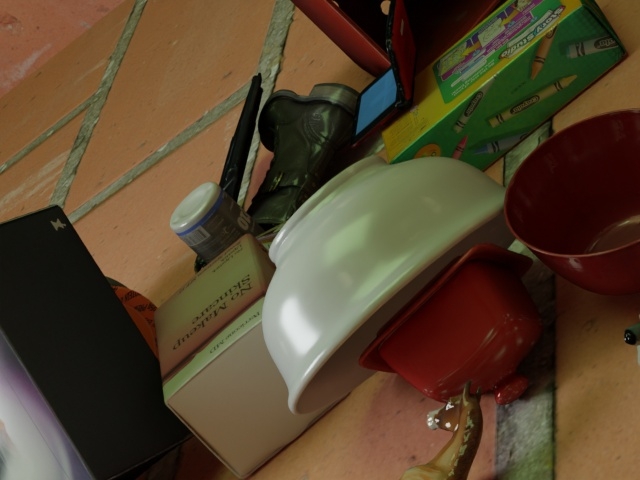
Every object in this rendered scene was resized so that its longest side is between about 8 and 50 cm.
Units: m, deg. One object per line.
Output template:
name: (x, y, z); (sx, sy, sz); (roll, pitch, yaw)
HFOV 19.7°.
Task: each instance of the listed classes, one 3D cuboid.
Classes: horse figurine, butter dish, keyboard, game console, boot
horse figurine: (0.063, 0.254, 1.525); (0.174, 0.066, 0.263); (-36, 19, 35)
butter dish: (0.138, 0.094, 1.632); (0.160, 0.118, 0.160); (-44, -22, 13)
keyboard: (-0.116, -0.075, 2.399); (0.317, 0.033, 0.202); (-80, 9, -61)
game console: (0.064, -0.196, 2.117); (0.085, 0.124, 0.144); (-11, 29, 11)
boot: (-0.054, -0.082, 2.339); (0.229, 0.091, 0.263); (-61, 19, -20)

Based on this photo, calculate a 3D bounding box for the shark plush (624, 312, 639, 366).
shark plush: (0.294, 0.081, 1.487); (0.067, 0.073, 0.161); (-12, 12, 21)

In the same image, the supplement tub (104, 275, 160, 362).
supplement tub: (-0.326, 0.146, 2.229); (0.338, 0.207, 0.207); (-8, 41, 55)

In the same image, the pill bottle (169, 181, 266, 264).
pill bottle: (-0.107, 0.002, 2.199); (0.078, 0.137, 0.078); (-37, 23, 19)

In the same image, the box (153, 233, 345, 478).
box: (-0.079, 0.117, 1.948); (0.148, 0.127, 0.232); (-40, 21, 7)

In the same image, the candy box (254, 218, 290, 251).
candy box: (0.000, 0.000, 2.081); (0.109, 0.053, 0.186); (-29, 12, -33)

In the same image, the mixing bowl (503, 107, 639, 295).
mixing bowl: (0.259, -0.019, 1.598); (0.181, 0.098, 0.181); (-17, 39, 14)

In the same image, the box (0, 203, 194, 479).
box: (-0.338, 0.171, 1.968); (0.294, 0.296, 0.182); (-40, -10, 36)

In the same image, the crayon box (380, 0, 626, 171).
crayon box: (0.195, -0.175, 2.061); (0.278, 0.081, 0.165); (-39, 22, 14)

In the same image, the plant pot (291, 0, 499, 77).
plant pot: (0.081, -0.362, 2.410); (0.267, 0.267, 0.236); (-49, 9, -14)

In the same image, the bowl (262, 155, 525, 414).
bowl: (0.047, 0.016, 1.709); (0.298, 0.134, 0.298); (-39, -12, -10)
